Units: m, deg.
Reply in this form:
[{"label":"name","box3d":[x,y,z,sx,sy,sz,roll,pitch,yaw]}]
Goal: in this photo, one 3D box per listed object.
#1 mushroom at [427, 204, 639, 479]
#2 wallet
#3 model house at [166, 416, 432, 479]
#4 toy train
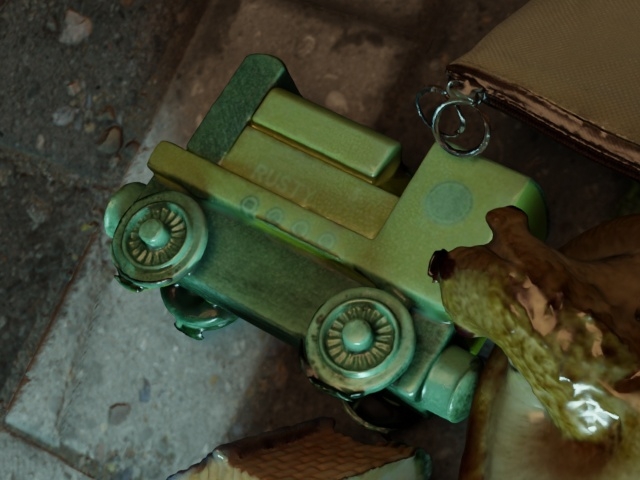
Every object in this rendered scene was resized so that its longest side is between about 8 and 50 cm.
[{"label":"mushroom","box3d":[0.218,0.138,0.978,0.345,0.260,0.345,-24,53,36]},{"label":"wallet","box3d":[0.281,-0.126,1.107,0.335,0.068,0.275,26,54,26]},{"label":"model house","box3d":[-0.030,0.243,1.119,0.172,0.166,0.182,15,105,38]},{"label":"toy train","box3d":[0.000,0.000,1.194,0.397,0.160,0.253,26,77,27]}]
